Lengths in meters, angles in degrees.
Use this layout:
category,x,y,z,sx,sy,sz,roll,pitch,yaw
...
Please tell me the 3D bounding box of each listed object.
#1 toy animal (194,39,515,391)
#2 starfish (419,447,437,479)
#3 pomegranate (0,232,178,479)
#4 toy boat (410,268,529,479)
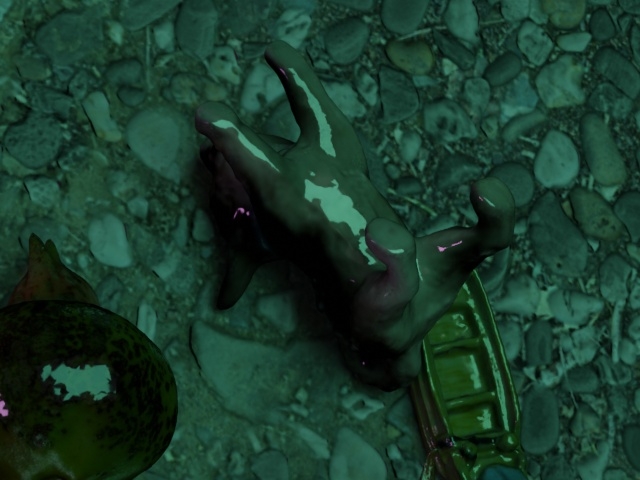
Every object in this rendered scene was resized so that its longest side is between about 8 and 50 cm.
category,x,y,z,sx,sy,sz,roll,pitch,yaw
toy animal,0.000,0.000,2.076,0.344,0.302,0.194,38,53,17
starfish,0.141,0.341,2.076,0.213,0.057,0.238,-23,103,-7
pomegranate,-0.268,0.137,1.927,0.222,0.276,0.204,27,102,-38
toy boat,0.158,0.166,2.172,0.111,0.084,0.276,-9,74,-26
